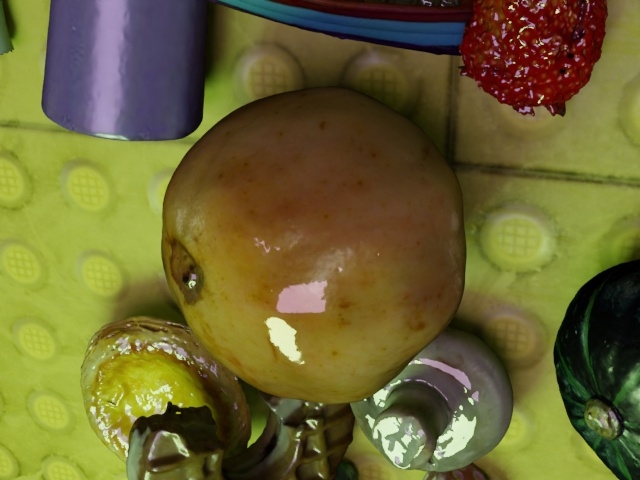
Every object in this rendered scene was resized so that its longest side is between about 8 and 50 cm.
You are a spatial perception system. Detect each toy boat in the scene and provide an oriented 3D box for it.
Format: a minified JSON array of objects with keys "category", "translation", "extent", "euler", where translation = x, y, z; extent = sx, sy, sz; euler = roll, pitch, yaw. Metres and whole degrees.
[{"category":"toy boat","translation":[0.032,-0.291,1.010],"extent":[0.392,0.136,0.079],"euler":[10,131,-11]}]

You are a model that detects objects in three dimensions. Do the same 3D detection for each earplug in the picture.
[{"category":"earplug","translation":[-0.230,-0.364,1.054],"extent":[0.215,0.215,0.455],"euler":[17,117,12]}]

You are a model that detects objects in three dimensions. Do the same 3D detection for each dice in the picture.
[{"category":"dice","translation":[0.209,0.406,1.342],"extent":[0.094,0.093,0.091],"euler":[32,122,1]}]

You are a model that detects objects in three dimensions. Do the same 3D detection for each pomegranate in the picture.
[{"category":"pomegranate","translation":[0.000,0.000,1.068],"extent":[0.412,0.411,0.411],"euler":[8,118,16]}]

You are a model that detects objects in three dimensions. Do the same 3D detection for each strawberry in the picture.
[{"category":"strawberry","translation":[0.258,-0.240,0.948],"extent":[0.175,0.097,0.228],"euler":[9,141,-9]}]

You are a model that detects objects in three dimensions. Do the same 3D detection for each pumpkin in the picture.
[{"category":"pumpkin","translation":[0.418,0.177,1.030],"extent":[0.315,0.239,0.315],"euler":[50,156,32]}]

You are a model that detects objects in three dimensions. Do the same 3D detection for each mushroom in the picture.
[{"category":"mushroom","translation":[0.144,0.242,1.206],"extent":[0.244,0.243,0.243],"euler":[8,118,16]}]

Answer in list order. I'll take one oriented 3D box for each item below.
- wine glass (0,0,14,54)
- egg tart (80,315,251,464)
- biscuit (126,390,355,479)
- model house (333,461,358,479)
[{"category":"wine glass","translation":[-0.512,-0.361,1.219],"extent":[0.093,0.093,0.202],"euler":[-3,115,22]},{"category":"egg tart","translation":[-0.248,0.251,1.412],"extent":[0.319,0.128,0.318],"euler":[6,116,13]},{"category":"biscuit","translation":[-0.114,0.334,1.289],"extent":[0.115,0.366,0.268],"euler":[35,131,52]},{"category":"model house","translation":[0.040,0.538,1.394],"extent":[0.237,0.237,0.202],"euler":[39,115,-7]}]
